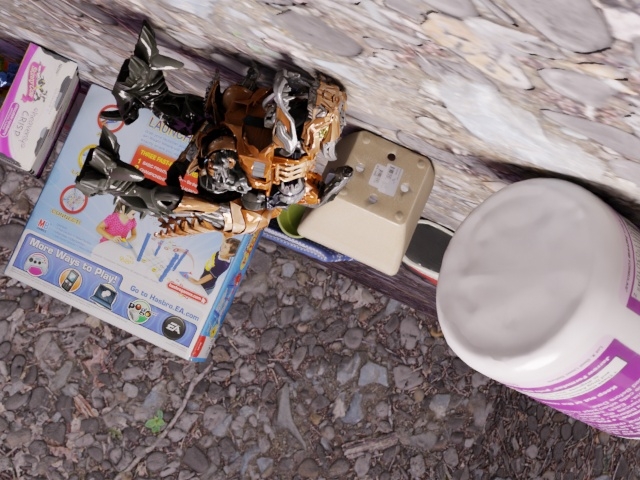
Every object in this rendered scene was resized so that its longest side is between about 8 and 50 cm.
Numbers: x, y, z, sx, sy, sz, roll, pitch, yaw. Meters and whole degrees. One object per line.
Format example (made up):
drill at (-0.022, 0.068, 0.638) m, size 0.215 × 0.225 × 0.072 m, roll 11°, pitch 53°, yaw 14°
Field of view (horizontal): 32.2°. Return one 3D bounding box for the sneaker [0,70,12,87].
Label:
sneaker at (-0.591, -0.287, 1.914) m, size 0.152 × 0.058 × 0.084 m, roll 32°, pitch -177°, yaw -11°

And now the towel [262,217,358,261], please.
towel at (0.000, 0.000, 1.816) m, size 0.243 × 0.040 × 0.336 m, roll 21°, pitch -171°, yaw 30°

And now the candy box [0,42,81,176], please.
candy box at (-0.400, -0.175, 1.554) m, size 0.071 × 0.159 × 0.233 m, roll 24°, pitch 175°, yaw -11°

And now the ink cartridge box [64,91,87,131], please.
ink cartridge box at (-0.322, -0.170, 1.816) m, size 0.115 × 0.067 × 0.198 m, roll 22°, pitch 174°, yaw 32°

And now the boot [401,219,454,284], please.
boot at (0.211, 0.054, 1.524) m, size 0.244 × 0.088 × 0.176 m, roll 32°, pitch 177°, yaw 4°

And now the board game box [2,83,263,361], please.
board game box at (-0.245, -0.025, 1.581) m, size 0.308 × 0.301 × 0.086 m, roll 24°, pitch 176°, yaw 12°

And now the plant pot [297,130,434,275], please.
plant pot at (0.051, -0.046, 1.069) m, size 0.109 × 0.109 × 0.096 m, roll 24°, pitch 162°, yaw 1°

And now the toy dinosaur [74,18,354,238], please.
toy dinosaur at (-0.097, -0.062, 1.000) m, size 0.218 × 0.322 × 0.164 m, roll 23°, pitch -140°, yaw -16°

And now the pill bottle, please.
pill bottle at (0.250, 0.075, 0.957) m, size 0.302 × 0.169 × 0.169 m, roll 28°, pitch 174°, yaw -40°

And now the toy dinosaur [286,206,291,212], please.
toy dinosaur at (-0.050, -0.073, 1.725) m, size 0.183 × 0.053 × 0.092 m, roll 31°, pitch -168°, yaw 3°

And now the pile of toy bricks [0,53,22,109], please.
pile of toy bricks at (-0.532, -0.268, 1.687) m, size 0.212 × 0.118 × 0.105 m, roll 9°, pitch -152°, yaw -14°

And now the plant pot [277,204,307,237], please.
plant pot at (-0.009, -0.041, 1.666) m, size 0.083 × 0.083 × 0.079 m, roll 21°, pitch -173°, yaw 35°
